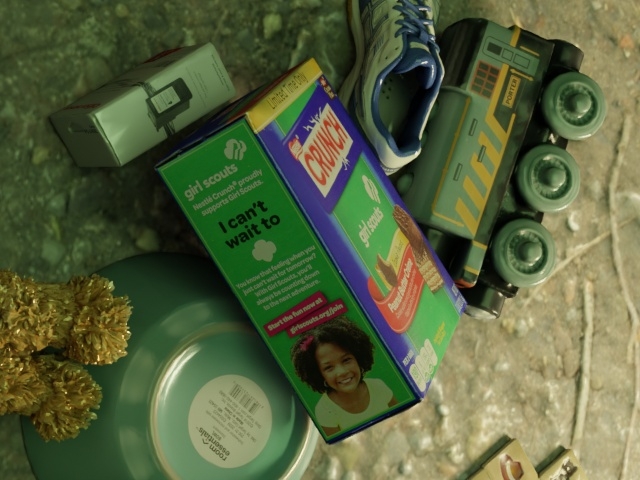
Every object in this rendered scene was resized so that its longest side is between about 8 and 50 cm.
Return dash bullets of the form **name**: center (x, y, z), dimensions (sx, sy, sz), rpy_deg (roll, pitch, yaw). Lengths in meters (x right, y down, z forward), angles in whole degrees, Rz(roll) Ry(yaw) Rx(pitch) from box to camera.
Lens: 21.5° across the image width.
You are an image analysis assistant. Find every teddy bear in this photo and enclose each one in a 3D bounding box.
- **teddy bear**: center (-0.340, 0.074, 1.518), dimensions (0.338, 0.113, 0.245), rpy_deg (36, 113, -19)

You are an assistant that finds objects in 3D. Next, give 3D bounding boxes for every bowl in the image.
- **bowl**: center (-0.122, 0.165, 1.668), dimensions (0.311, 0.163, 0.311), rpy_deg (1, 88, -29)

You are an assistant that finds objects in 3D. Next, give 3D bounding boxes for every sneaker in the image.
- **sneaker**: center (0.094, -0.209, 1.814), dimensions (0.112, 0.131, 0.296), rpy_deg (12, 82, -27)

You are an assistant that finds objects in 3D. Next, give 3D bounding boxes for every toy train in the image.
- **toy train**: center (0.185, -0.086, 1.869), dimensions (0.190, 0.142, 0.334), rpy_deg (22, 80, -15)

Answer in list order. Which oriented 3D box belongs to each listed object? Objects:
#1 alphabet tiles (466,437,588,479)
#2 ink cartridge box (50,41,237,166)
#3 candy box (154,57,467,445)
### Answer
- **alphabet tiles**: center (0.211, 0.410, 1.941), dimensions (0.342, 0.011, 0.285), rpy_deg (-37, 106, -25)
- **ink cartridge box**: center (-0.177, -0.133, 1.669), dimensions (0.150, 0.109, 0.063), rpy_deg (-34, 108, -26)
- **candy box**: center (0.000, 0.000, 1.660), dimensions (0.317, 0.122, 0.268), rpy_deg (57, 21, -8)
